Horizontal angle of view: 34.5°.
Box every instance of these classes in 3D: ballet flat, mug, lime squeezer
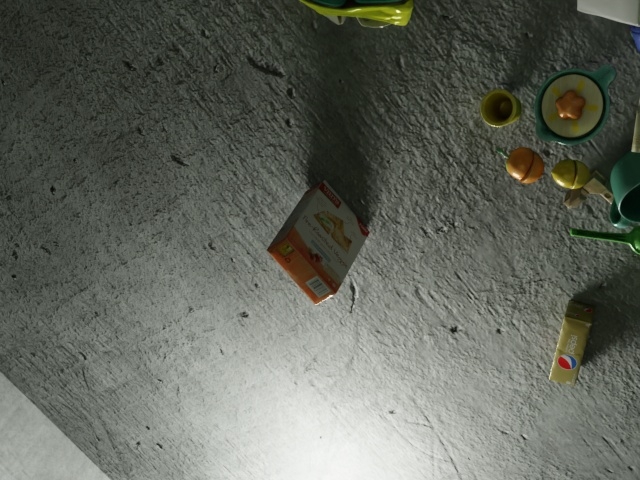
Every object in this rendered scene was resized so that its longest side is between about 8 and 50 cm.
[{"bbox_3d":[0.058,-0.430,1.890,0.231,0.077,0.077,9,143,15],"label":"ballet flat"},{"bbox_3d":[0.579,-0.104,1.859,0.158,0.097,0.129,-24,139,23],"label":"mug"},{"bbox_3d":[0.632,0.002,1.927,0.310,0.110,0.059,3,98,23],"label":"lime squeezer"}]

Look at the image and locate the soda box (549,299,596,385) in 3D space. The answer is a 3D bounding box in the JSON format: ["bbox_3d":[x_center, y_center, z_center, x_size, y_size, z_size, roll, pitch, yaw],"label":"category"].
[{"bbox_3d":[0.526,0.215,2.154,0.058,0.061,0.181,14,128,15],"label":"soda box"}]

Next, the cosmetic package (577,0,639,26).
[{"bbox_3d":[0.493,-0.528,1.490,0.156,0.217,0.385,40,143,53],"label":"cosmetic package"}]

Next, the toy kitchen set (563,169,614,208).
[{"bbox_3d":[0.513,-0.072,1.948,0.075,0.068,0.083,39,130,-7],"label":"toy kitchen set"}]

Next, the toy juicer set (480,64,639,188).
[{"bbox_3d":[0.455,-0.201,1.817,0.329,0.089,0.209,-14,87,29],"label":"toy juicer set"}]

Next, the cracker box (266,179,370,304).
[{"bbox_3d":[0.000,0.000,2.117,0.067,0.232,0.156,-31,108,36],"label":"cracker box"}]

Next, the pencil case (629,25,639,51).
[{"bbox_3d":[0.612,-0.265,1.720,0.119,0.133,0.306,-26,118,9],"label":"pencil case"}]
